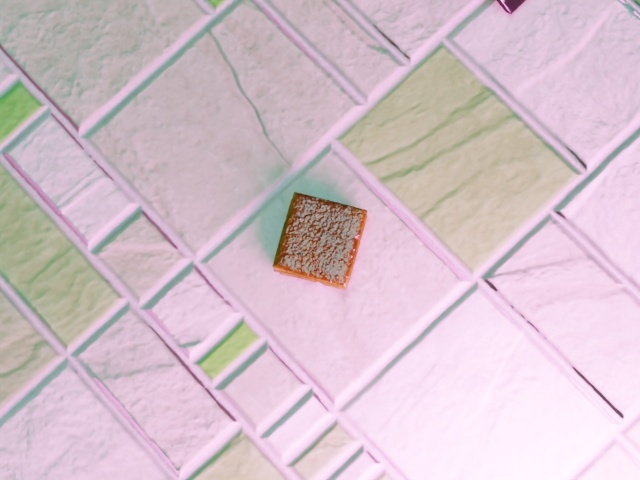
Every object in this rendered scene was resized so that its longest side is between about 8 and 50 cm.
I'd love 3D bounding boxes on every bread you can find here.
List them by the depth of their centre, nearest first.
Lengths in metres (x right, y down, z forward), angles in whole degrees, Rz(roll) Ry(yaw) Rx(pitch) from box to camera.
[{"bbox_3d":[0.000,0.000,1.663,0.090,0.035,0.094,14,78,10],"label":"bread"}]

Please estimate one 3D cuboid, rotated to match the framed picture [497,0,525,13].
[{"bbox_3d":[0.262,-0.466,1.680,0.338,0.014,0.255,-47,119,-6],"label":"framed picture"}]
